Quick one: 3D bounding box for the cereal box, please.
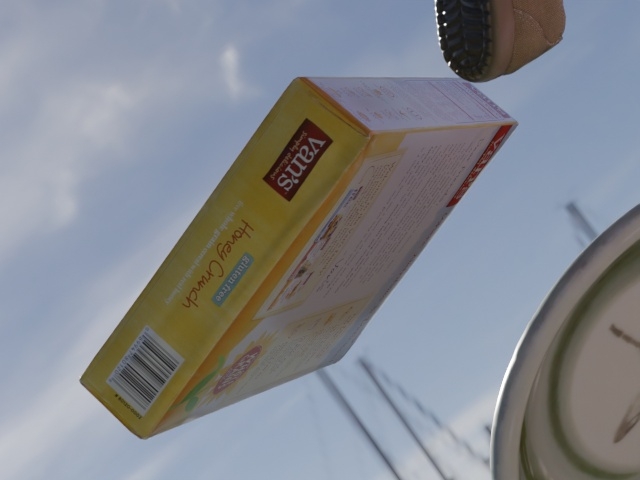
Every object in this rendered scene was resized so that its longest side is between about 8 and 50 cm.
[{"bbox_3d":[0.000,0.000,0.829,0.173,0.047,0.240,-54,-14,16],"label":"cereal box"}]

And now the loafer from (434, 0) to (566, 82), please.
[{"bbox_3d":[0.075,-0.141,0.725,0.050,0.148,0.056,-6,10,-36],"label":"loafer"}]

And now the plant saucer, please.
[{"bbox_3d":[0.292,0.107,1.411,0.400,0.100,0.401,-13,-61,-24],"label":"plant saucer"}]
